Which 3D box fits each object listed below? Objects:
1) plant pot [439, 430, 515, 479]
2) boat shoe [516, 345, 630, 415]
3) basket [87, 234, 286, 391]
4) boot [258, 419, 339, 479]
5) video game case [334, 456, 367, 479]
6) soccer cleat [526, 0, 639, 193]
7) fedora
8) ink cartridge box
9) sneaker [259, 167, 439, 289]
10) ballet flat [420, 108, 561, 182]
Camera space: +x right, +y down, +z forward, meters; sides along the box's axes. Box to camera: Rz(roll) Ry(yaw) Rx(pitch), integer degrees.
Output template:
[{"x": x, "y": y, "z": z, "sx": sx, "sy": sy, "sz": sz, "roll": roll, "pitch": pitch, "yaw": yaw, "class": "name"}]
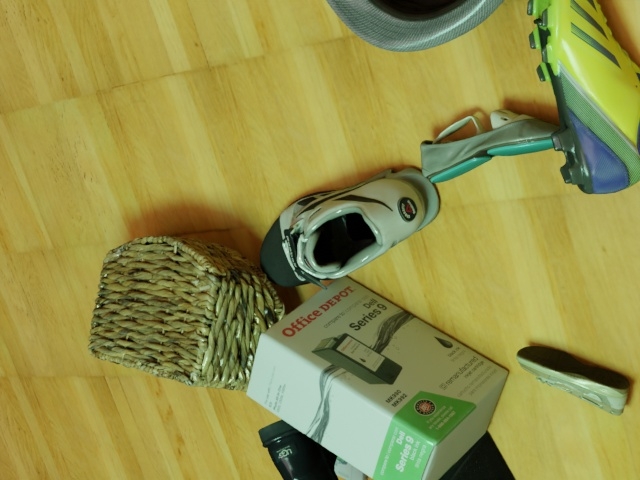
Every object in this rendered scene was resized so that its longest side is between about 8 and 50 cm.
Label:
[{"x": 0.173, "y": 0.407, "z": 1.818, "sx": 0.187, "sy": 0.167, "sz": 0.188, "roll": -26, "pitch": 97, "yaw": 44, "class": "plant pot"}, {"x": 0.324, "y": 0.182, "z": 1.653, "sx": 0.153, "sy": 0.056, "sz": 0.048, "roll": 17, "pitch": 119, "yaw": 22, "class": "boat shoe"}, {"x": -0.177, "y": 0.108, "z": 1.946, "sx": 0.299, "sy": 0.223, "sz": 0.214, "roll": 8, "pitch": 86, "yaw": 48, "class": "basket"}, {"x": 0.000, "y": 0.360, "z": 1.826, "sx": 0.094, "sy": 0.246, "sz": 0.207, "roll": -23, "pitch": 76, "yaw": 11, "class": "boot"}, {"x": 0.008, "y": 0.297, "z": 1.989, "sx": 0.157, "sy": 0.019, "sz": 0.143, "roll": 21, "pitch": 125, "yaw": 29, "class": "video game case"}, {"x": 0.312, "y": -0.197, "z": 1.448, "sx": 0.121, "sy": 0.093, "sz": 0.289, "roll": -13, "pitch": 98, "yaw": 0, "class": "soccer cleat"}, {"x": 0.131, "y": -0.359, "z": 1.458, "sx": 0.244, "sy": 0.124, "sz": 0.275, "roll": 48, "pitch": 125, "yaw": 4, "class": "fedora"}, {"x": 0.075, "y": 0.196, "z": 1.747, "sx": 0.289, "sy": 0.211, "sz": 0.122, "roll": 30, "pitch": 127, "yaw": 22, "class": "ink cartridge box"}, {"x": 0.000, "y": 0.000, "z": 1.749, "sx": 0.330, "sy": 0.146, "sz": 0.122, "roll": -28, "pitch": 96, "yaw": 46, "class": "sneaker"}, {"x": 0.208, "y": -0.127, "z": 1.568, "sx": 0.213, "sy": 0.072, "sz": 0.068, "roll": -17, "pitch": 79, "yaw": 40, "class": "ballet flat"}]
